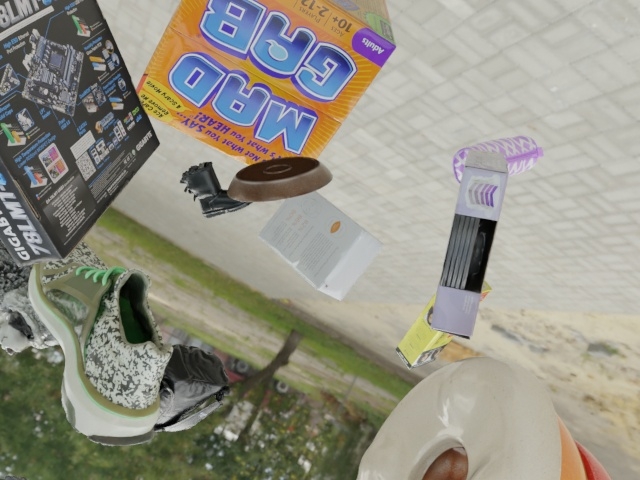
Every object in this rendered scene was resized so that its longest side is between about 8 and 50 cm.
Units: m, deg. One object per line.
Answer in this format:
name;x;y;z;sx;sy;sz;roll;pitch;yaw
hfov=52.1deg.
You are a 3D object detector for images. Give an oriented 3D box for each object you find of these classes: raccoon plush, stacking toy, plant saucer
raccoon plush;-0.570;0.004;1.335;0.299;0.446;0.216;17;176;2
stacking toy;0.302;0.401;0.837;0.480;0.351;0.350;34;164;-16
plant saucer;-0.065;-0.101;1.026;0.168;0.168;0.029;13;119;44

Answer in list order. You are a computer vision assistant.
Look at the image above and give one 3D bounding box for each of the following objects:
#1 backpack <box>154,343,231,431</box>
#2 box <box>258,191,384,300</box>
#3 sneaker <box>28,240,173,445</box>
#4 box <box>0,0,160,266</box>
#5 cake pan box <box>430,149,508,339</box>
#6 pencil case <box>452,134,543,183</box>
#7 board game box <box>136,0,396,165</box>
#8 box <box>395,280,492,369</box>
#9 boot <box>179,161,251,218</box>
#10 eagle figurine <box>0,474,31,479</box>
backpack;-0.266;0.265;1.168;0.152;0.115;0.182;23;127;-33
box;0.000;0.000;1.151;0.170;0.130;0.091;41;-176;32
sneaker;-0.308;0.097;0.984;0.158;0.182;0.410;18;-155;-47
box;-0.325;-0.172;0.773;0.073;0.295;0.293;-9;123;18
cake pan box;0.231;-0.006;1.009;0.070;0.246;0.267;10;-164;11
pencil case;0.363;-0.166;1.350;0.088;0.206;0.086;-10;98;53
board game box;-0.109;-0.400;1.303;0.356;0.356;0.356;26;124;-19
box;0.242;0.159;1.308;0.087;0.232;0.058;-8;-131;-39
boot;-0.188;-0.099;1.200;0.121;0.045;0.099;-16;116;18
eagle figurine;-0.563;0.617;1.276;0.298;0.226;0.225;21;161;43
